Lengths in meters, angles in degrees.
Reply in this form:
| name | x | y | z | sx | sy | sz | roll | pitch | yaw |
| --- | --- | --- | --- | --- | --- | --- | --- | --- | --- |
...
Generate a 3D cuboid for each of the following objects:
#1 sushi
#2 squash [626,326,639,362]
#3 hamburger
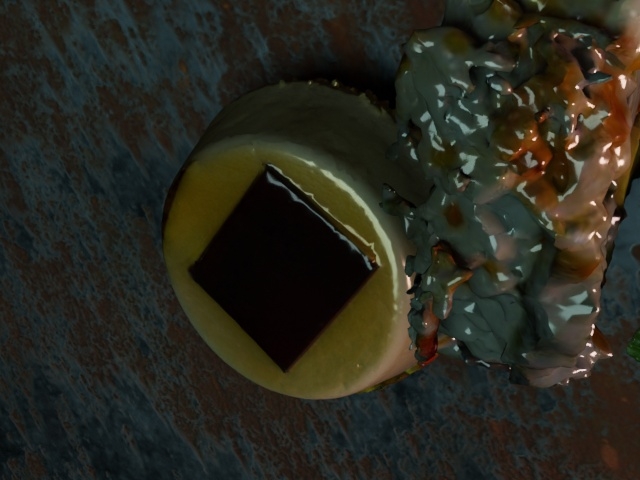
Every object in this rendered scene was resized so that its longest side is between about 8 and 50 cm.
| name | x | y | z | sx | sy | sz | roll | pitch | yaw |
| --- | --- | --- | --- | --- | --- | --- | --- | --- | --- |
| sushi | 0.166 | -0.090 | 0.925 | 0.176 | 0.417 | 0.417 | 22 | 128 | 11 |
| squash | 0.413 | 0.181 | 1.125 | 0.370 | 0.118 | 0.118 | 38 | 131 | 12 |
| hamburger | 0.000 | 0.000 | 1.235 | 0.302 | 0.170 | 0.302 | 15 | 120 | 26 |
